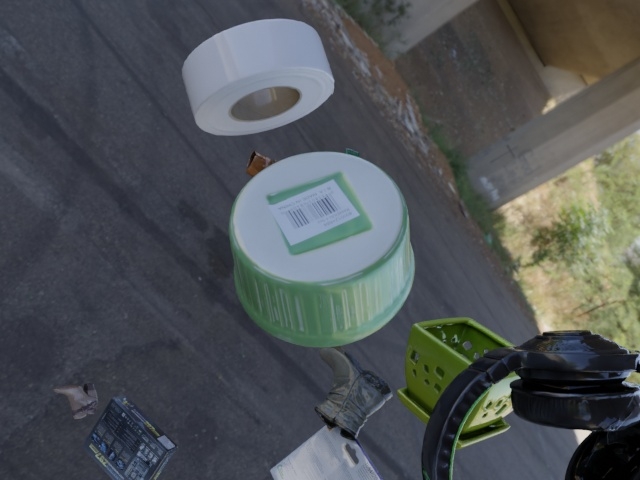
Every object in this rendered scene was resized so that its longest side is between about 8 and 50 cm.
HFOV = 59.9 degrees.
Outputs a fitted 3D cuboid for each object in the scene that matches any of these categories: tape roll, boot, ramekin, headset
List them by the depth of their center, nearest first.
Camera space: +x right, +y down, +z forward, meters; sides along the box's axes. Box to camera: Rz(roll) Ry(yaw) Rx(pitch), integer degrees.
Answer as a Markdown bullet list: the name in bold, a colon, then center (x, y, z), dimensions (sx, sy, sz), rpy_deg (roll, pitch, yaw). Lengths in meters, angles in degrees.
- **headset**: center (0.293, 0.188, 0.538), dimensions (0.243, 0.394, 0.185), rpy_deg (60, -9, 3)
- **ramekin**: center (0.000, 0.000, 0.880), dimensions (0.148, 0.303, 0.303), rpy_deg (82, -5, -52)
- **tape roll**: center (-0.119, -0.308, 1.086), dimensions (0.286, 0.286, 0.100), rpy_deg (1, 70, -65)
- **boot**: center (-0.096, -0.159, 1.290), dimensions (0.152, 0.073, 0.197), rpy_deg (30, 17, -13)
- **boot**: center (0.040, 0.361, 1.354), dimensions (0.246, 0.161, 0.083), rpy_deg (30, -30, 43)
- **boot**: center (-0.640, 0.423, 1.456), dimensions (0.118, 0.042, 0.087), rpy_deg (7, 81, -44)

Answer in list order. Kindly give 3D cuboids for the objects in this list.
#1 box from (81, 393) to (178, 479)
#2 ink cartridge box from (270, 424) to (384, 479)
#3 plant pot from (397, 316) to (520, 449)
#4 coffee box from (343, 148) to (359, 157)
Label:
- **box**: center (-0.534, 0.576, 1.549), dimensions (0.232, 0.183, 0.059), rpy_deg (36, 8, 19)
- **ink cartridge box**: center (0.017, 0.551, 1.279), dimensions (0.045, 0.224, 0.223), rpy_deg (53, -2, -40)
- **plant pot**: center (0.319, 0.319, 1.240), dimensions (0.228, 0.207, 0.227), rpy_deg (1, 23, -41)
- **coffee box**: center (0.058, -0.116, 1.334), dimensions (0.040, 0.113, 0.184), rpy_deg (15, 49, -20)
